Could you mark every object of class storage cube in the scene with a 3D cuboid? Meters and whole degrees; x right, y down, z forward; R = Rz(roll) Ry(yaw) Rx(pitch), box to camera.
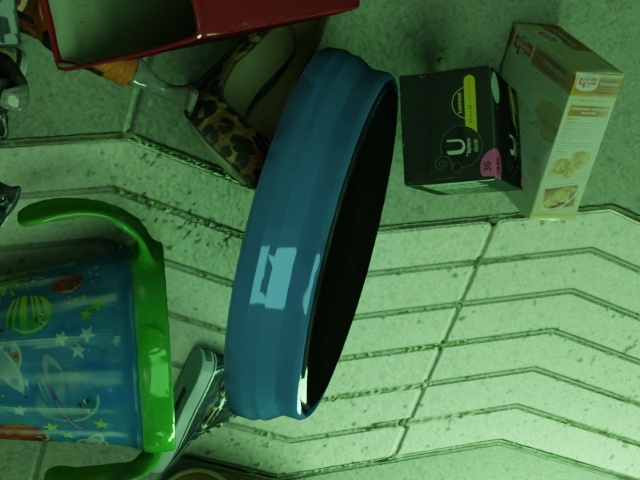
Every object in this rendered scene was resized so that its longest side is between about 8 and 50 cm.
[{"bbox_3d":[-0.108,-0.253,0.998,0.193,0.215,0.183,-21,102,-45],"label":"storage cube"}]

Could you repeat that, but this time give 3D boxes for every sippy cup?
[{"bbox_3d":[-0.275,0.121,1.312,0.224,0.305,0.240,-3,167,-9],"label":"sippy cup"}]

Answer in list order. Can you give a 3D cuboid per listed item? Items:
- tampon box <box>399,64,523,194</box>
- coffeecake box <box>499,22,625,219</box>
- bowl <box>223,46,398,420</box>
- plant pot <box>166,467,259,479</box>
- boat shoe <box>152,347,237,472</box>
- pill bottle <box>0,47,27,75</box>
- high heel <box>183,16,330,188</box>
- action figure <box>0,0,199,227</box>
[{"bbox_3d":[0.156,-0.115,1.322,0.101,0.161,0.120,-4,87,18],"label":"tampon box"},{"bbox_3d":[0.259,-0.138,1.397,0.068,0.142,0.185,-1,122,-24],"label":"coffeecake box"},{"bbox_3d":[0.000,0.000,1.243,0.077,0.391,0.391,14,121,9],"label":"bowl"},{"bbox_3d":[-0.071,0.424,1.598,0.254,0.237,0.237,13,117,-45],"label":"plant pot"},{"bbox_3d":[-0.149,0.222,1.513,0.083,0.065,0.183,17,112,-29],"label":"boat shoe"},{"bbox_3d":[-0.350,-0.177,1.169,0.116,0.065,0.065,23,110,-32],"label":"pill bottle"},{"bbox_3d":[-0.042,-0.160,1.187,0.186,0.261,0.093,-40,121,9],"label":"high heel"},{"bbox_3d":[-0.282,-0.179,1.108,0.330,0.178,0.341,-1,103,-23],"label":"action figure"}]
